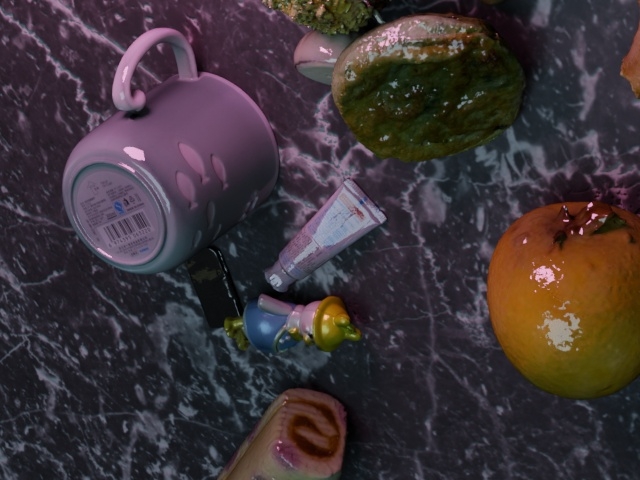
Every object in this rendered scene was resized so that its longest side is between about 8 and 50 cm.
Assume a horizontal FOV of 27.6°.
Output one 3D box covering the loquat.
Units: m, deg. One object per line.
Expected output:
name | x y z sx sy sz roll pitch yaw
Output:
loquat | 0.359 0.070 1.788 0.274 0.275 0.275 15 123 24

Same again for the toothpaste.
toothpaste | 0.000 0.000 2.098 0.089 0.057 0.234 47 123 -3

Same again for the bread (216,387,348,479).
bread | -0.075 0.422 2.299 0.155 0.187 0.338 23 130 -12

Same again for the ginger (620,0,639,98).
ginger | 0.484 -0.340 1.591 0.236 0.166 0.376 -8 137 3

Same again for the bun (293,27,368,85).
bun | 0.034 -0.276 1.881 0.138 0.138 0.094 11 85 26

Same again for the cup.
cup | -0.247 -0.142 2.017 0.259 0.274 0.357 8 121 27

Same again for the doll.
doll | -0.043 0.139 2.172 0.241 0.098 0.135 -1 111 33

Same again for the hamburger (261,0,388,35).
hamburger | -0.010 -0.360 1.766 0.261 0.243 0.139 29 99 -9

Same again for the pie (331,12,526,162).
pie | 0.149 -0.201 1.801 0.276 0.079 0.277 2 139 2

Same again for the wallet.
wallet | -0.187 0.082 2.276 0.082 0.018 0.157 -5 113 33

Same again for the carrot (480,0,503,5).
carrot | 0.290 -0.396 1.702 0.049 0.049 0.254 45 125 1
